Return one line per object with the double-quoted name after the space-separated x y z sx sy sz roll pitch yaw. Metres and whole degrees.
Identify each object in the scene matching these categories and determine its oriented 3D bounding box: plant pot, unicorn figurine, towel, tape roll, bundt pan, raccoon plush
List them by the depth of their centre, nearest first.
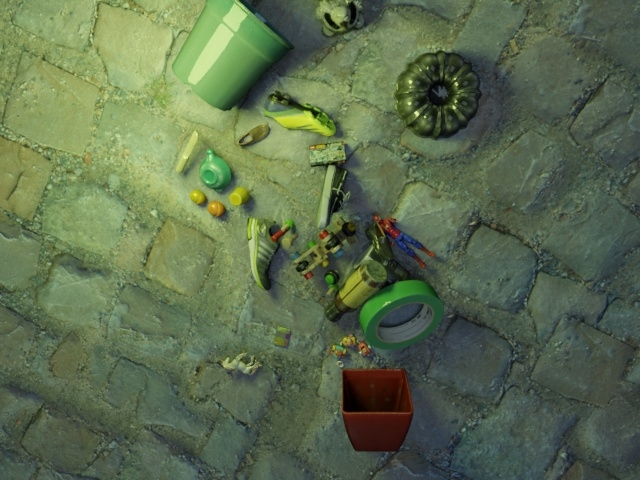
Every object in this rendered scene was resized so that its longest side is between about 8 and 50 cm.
-0.325 -0.664 1.745 0.341 0.341 0.334 41 108 -4 "plant pot"
0.072 -0.962 1.770 0.216 0.299 0.446 4 68 17 "raccoon plush"
0.439 -0.539 1.816 0.331 0.124 0.331 0 99 2 "bundt pan"
0.312 0.292 1.904 0.321 0.077 0.321 -10 134 -11 "tape roll"
0.222 0.694 1.988 0.267 0.267 0.236 -2 112 3 "plant pot"
-0.161 0.404 2.068 0.060 0.009 0.083 14 100 1 "towel"
-0.337 0.515 2.070 0.162 0.060 0.111 38 99 -4 "unicorn figurine"

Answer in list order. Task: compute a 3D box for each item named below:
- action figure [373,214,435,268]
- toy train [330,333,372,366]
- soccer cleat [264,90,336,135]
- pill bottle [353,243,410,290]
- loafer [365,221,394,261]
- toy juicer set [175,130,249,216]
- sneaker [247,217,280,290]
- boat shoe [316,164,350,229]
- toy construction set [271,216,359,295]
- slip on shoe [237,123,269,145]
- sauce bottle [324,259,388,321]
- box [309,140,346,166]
0.318 -0.003 1.913 0.280 0.139 0.091 39 98 -2 "action figure"
0.124 0.460 2.045 0.166 0.046 0.125 -32 97 7 "toy train"
-0.079 -0.462 1.887 0.289 0.093 0.121 24 131 -6 "soccer cleat"
0.261 0.134 1.939 0.246 0.130 0.130 39 99 -4 "pill bottle"
0.231 0.006 1.875 0.170 0.062 0.061 56 136 26 "loafer"
-0.443 -0.244 1.939 0.209 0.089 0.329 -31 101 26 "toy juicer set"
-0.218 0.053 1.963 0.121 0.111 0.300 -6 102 0 "sneaker"
0.052 -0.159 1.840 0.105 0.306 0.113 15 136 -5 "boat shoe"
0.000 0.000 1.924 0.309 0.237 0.257 31 131 14 "toy construction set"
-0.261 -0.407 1.914 0.135 0.041 0.051 -24 98 7 "slip on shoe"
0.124 0.205 1.902 0.111 0.111 0.344 38 134 -4 "sauce bottle"
0.027 -0.331 1.892 0.137 0.027 0.094 -6 55 4 "box"
